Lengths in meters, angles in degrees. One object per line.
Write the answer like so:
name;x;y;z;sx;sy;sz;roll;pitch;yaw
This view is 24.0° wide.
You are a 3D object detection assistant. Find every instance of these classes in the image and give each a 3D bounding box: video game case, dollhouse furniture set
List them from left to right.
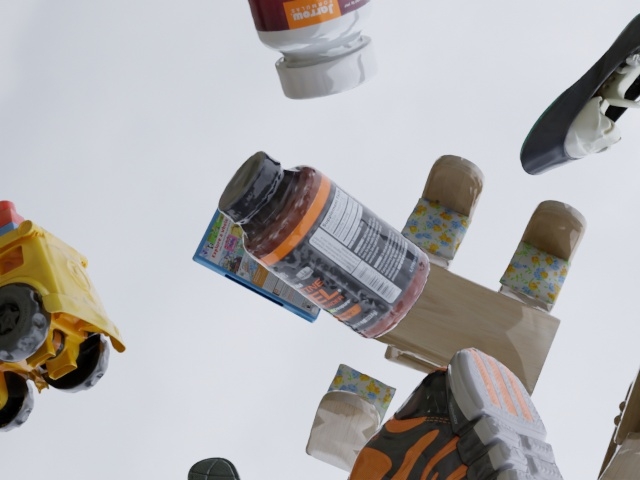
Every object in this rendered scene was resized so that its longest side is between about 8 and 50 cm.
video game case;-0.060;0.015;1.822;0.015;0.166;0.119;-51;-168;56
dollhouse furniture set;0.234;0.104;1.638;0.256;0.394;0.362;104;12;-54

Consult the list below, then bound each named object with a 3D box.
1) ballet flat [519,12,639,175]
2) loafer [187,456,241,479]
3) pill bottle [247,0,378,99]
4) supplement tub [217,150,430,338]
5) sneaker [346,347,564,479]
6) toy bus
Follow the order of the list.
ballet flat;0.276;-0.135;1.448;0.203;0.074;0.074;-48;-156;2
loafer;-0.125;0.398;2.007;0.267;0.096;0.084;-107;-169;-60
pill bottle;-0.016;-0.258;1.472;0.121;0.221;0.121;-14;-161;5
supplement tub;0.000;0.000;1.416;0.106;0.198;0.106;-46;-161;21
sneaker;0.118;0.253;1.191;0.180;0.124;0.321;-43;-144;24
toy bus;-0.345;0.073;1.587;0.220;0.149;0.211;-31;-120;11
